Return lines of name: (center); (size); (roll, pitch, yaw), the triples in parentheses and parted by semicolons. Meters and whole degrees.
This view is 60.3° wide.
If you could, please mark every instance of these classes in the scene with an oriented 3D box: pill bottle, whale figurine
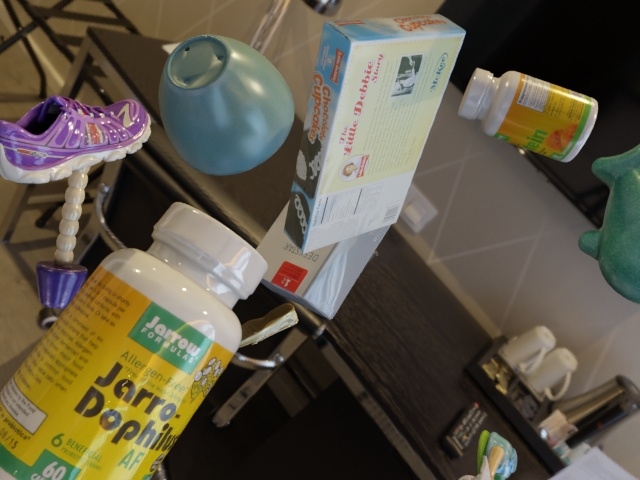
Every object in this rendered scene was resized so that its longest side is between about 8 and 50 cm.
pill bottle: (-0.130, 0.080, 0.392); (0.118, 0.208, 0.117); (32, -15, 9)
whale figurine: (0.499, -0.034, 0.839); (0.141, 0.216, 0.271); (23, 54, -49)
pill bottle: (0.417, -0.264, 1.130); (0.246, 0.136, 0.136); (21, 30, 5)

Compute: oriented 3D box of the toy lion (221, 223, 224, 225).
toy lion: (-0.199, 0.015, 1.020); (0.034, 0.100, 0.096); (-15, 90, -47)

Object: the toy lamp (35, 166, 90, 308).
toy lamp: (-0.399, -0.029, 0.879); (0.080, 0.274, 0.080); (12, 5, -1)

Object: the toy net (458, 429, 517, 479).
toy net: (0.201, 0.311, 0.678); (0.232, 0.045, 0.122); (19, 74, -59)

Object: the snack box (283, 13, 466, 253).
snack box: (0.063, -0.137, 0.754); (0.187, 0.321, 0.060); (-18, 50, -32)

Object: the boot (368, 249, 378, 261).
boot: (0.004, 0.047, 1.372); (0.229, 0.263, 0.091); (55, 19, -63)

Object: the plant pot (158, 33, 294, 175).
plant pot: (-0.217, -0.310, 1.149); (0.290, 0.290, 0.195); (57, -2, 24)

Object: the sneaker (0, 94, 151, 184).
sneaker: (-0.231, -0.111, 0.533); (0.068, 0.071, 0.170); (17, 33, 20)

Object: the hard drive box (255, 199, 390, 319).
hard drive box: (0.000, 0.000, 0.988); (0.181, 0.232, 0.089); (18, -19, 46)

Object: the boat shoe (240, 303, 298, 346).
boat shoe: (-0.119, 0.191, 1.177); (0.153, 0.048, 0.056); (-30, 31, -20)
